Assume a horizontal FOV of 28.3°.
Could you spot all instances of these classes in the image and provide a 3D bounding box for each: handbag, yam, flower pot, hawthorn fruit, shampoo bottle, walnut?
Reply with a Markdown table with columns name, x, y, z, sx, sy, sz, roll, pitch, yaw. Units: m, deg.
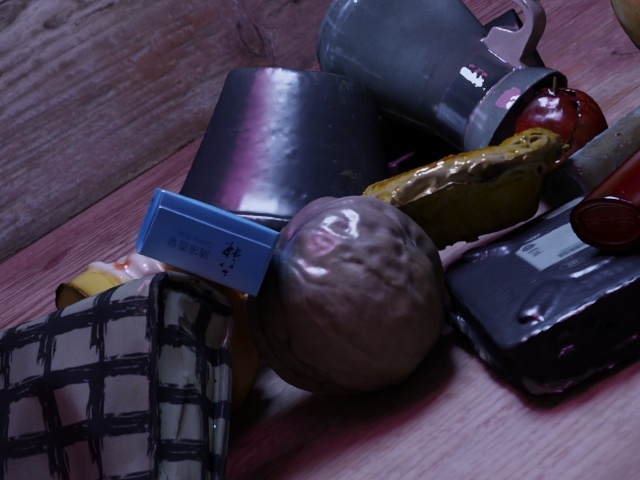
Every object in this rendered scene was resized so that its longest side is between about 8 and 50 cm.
| name | x | y | z | sx | sy | sz | roll | pitch | yaw |
| --- | --- | --- | --- | --- | --- | --- | --- | --- | --- |
| handbag | -0.249 | 0.230 | 1.402 | 0.325 | 0.162 | 0.327 | -19 | 58 | 34 |
| yam | 0.416 | -0.117 | 1.704 | 0.259 | 0.093 | 0.093 | -35 | 18 | -23 |
| flower pot | -0.033 | -0.110 | 1.843 | 0.379 | 0.251 | 0.379 | 8 | -4 | 1 |
| hawthorn fruit | 0.340 | -0.149 | 1.783 | 0.148 | 0.172 | 0.148 | -3 | 28 | 2 |
| shampoo bottle | 0.382 | -0.081 | 1.398 | 0.102 | 0.064 | 0.260 | -8 | 24 | 49 |
| walnut | 0.036 | 0.071 | 1.521 | 0.248 | 0.248 | 0.248 | -26 | 17 | 9 |

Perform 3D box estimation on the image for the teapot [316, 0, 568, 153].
| name | x | y | z | sx | sy | sz | roll | pitch | yaw |
| --- | --- | --- | --- | --- | --- | --- | --- | --- | --- |
| teapot | 0.193 | -0.277 | 1.927 | 0.253 | 0.344 | 0.300 | -21 | -39 | -48 |

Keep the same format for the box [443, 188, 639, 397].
| name | x | y | z | sx | sy | sz | roll | pitch | yaw |
| --- | --- | --- | --- | --- | --- | --- | --- | --- | --- |
| box | 0.322 | 0.024 | 1.443 | 0.359 | 0.091 | 0.350 | -27 | 17 | -2 |

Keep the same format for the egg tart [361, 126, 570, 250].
| name | x | y | z | sx | sy | sz | roll | pitch | yaw |
| --- | --- | --- | --- | --- | --- | --- | --- | --- | --- |
| egg tart | 0.189 | -0.057 | 1.642 | 0.295 | 0.116 | 0.295 | -20 | -1 | 0 |

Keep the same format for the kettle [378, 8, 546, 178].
| name | x | y | z | sx | sy | sz | roll | pitch | yaw |
| --- | --- | --- | --- | --- | --- | --- | --- | --- | --- |
| kettle | 0.248 | -0.204 | 2.135 | 0.308 | 0.262 | 0.203 | -27 | -24 | 15 |

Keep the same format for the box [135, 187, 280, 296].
| name | x | y | z | sx | sy | sz | roll | pitch | yaw |
| --- | --- | --- | --- | --- | --- | --- | --- | --- | --- |
| box | -0.139 | -0.002 | 1.495 | 0.232 | 0.142 | 0.083 | -155 | 86 | -80 |

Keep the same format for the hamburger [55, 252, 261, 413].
| name | x | y | z | sx | sy | sz | roll | pitch | yaw |
| --- | --- | --- | --- | --- | --- | --- | --- | --- | --- |
| hamburger | -0.191 | 0.130 | 1.679 | 0.237 | 0.276 | 0.276 | -27 | 14 | -28 |

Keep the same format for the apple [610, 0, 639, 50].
| name | x | y | z | sx | sy | sz | roll | pitch | yaw |
| --- | --- | --- | --- | --- | --- | --- | --- | --- | --- |
| apple | 0.583 | -0.378 | 1.707 | 0.391 | 0.391 | 0.346 | -27 | 38 | 4 |
